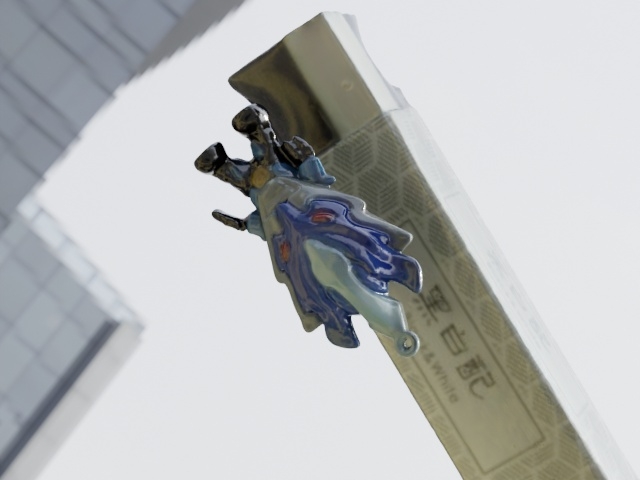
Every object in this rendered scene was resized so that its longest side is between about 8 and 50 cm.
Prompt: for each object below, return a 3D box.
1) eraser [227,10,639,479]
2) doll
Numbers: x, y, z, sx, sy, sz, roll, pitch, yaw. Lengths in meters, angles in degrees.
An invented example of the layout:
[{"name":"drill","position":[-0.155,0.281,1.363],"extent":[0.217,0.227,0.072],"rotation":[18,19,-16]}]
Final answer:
[{"name":"eraser","position":[0.082,0.031,1.381],"extent":[0.096,0.098,0.404],"rotation":[-31,-93,17]},{"name":"doll","position":[0.000,0.000,1.274],"extent":[0.195,0.096,0.070],"rotation":[49,12,9]}]
